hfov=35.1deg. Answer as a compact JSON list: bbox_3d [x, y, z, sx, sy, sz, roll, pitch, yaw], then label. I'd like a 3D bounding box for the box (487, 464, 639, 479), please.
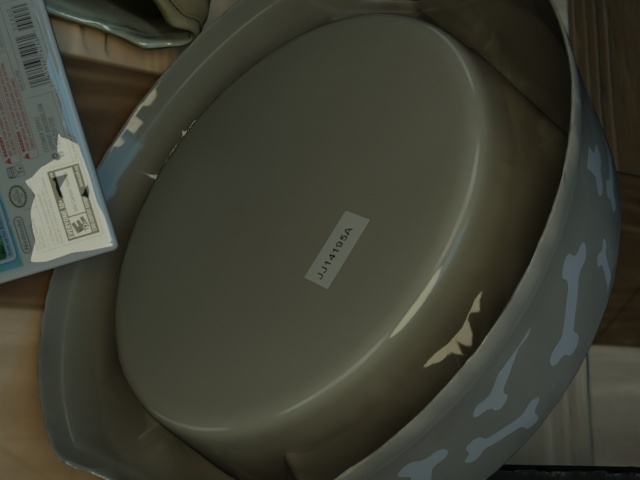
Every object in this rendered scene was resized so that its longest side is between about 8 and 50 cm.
[{"bbox_3d":[0.298,0.415,0.693,0.480,0.297,0.472,16,73,-33],"label":"box"}]

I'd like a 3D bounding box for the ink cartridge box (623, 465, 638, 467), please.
[{"bbox_3d":[0.382,0.182,0.865,0.232,0.189,0.066,18,70,-31],"label":"ink cartridge box"}]

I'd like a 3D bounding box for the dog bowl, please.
[{"bbox_3d":[0.000,0.000,0.549,0.102,0.348,0.349,36,62,-39],"label":"dog bowl"}]

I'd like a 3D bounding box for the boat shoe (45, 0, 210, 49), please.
[{"bbox_3d":[-0.187,-0.194,0.582,0.302,0.113,0.103,8,71,-35],"label":"boat shoe"}]

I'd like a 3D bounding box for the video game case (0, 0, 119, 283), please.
[{"bbox_3d":[-0.204,-0.050,0.561,0.143,0.019,0.157,-17,91,-7],"label":"video game case"}]
